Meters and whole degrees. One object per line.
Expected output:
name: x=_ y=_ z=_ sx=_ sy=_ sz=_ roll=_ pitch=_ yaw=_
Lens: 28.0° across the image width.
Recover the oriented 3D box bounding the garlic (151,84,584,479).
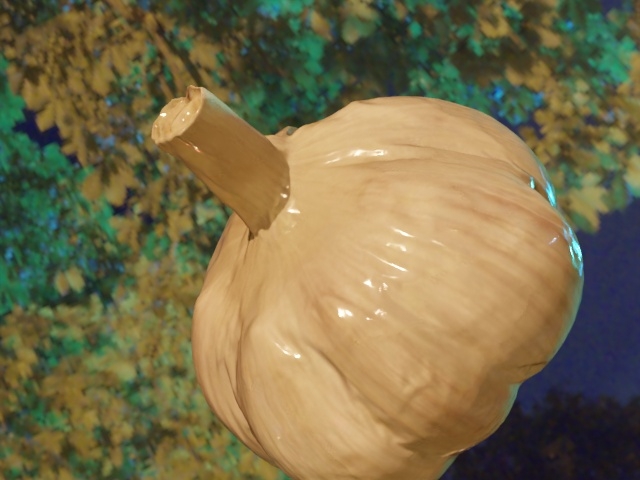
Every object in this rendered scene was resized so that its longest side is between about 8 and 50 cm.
garlic: x=0.000 y=0.000 z=0.624 sx=0.218 sy=0.218 sz=0.212 roll=-43 pitch=-64 yaw=13
